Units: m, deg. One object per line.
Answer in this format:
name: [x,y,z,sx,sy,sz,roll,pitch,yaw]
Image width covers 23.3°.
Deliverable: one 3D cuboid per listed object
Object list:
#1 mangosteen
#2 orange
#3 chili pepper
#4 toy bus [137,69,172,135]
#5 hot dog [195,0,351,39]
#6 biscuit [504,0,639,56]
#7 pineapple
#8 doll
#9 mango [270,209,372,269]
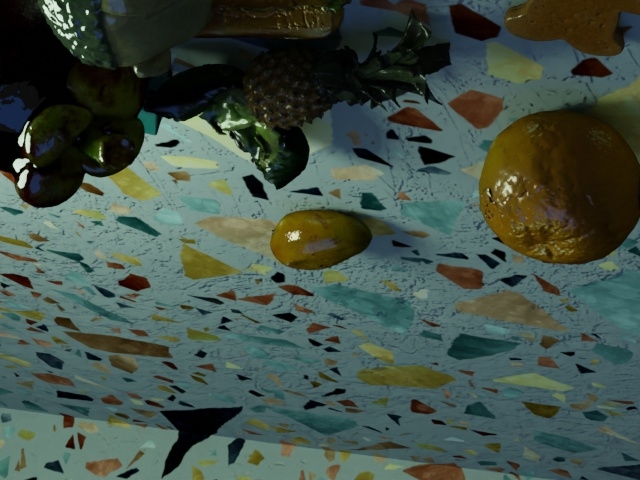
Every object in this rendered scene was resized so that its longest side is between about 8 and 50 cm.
mangosteen: [-0.360,-0.195,2.000,0.297,0.313,0.297,-7,176,-1]
orange: [0.316,-0.070,2.042,0.219,0.193,0.219,-2,153,-1]
chili pepper: [-0.108,-0.174,2.173,0.148,0.116,0.264,-17,143,30]
toy bus: [-0.297,-0.211,2.193,0.160,0.092,0.079,15,154,-1]
hot dog: [-0.074,-0.298,1.916,0.250,0.076,0.104,0,133,22]
biscuit: [0.305,-0.288,1.768,0.165,0.036,0.250,13,159,0]
pineapple: [0.032,-0.216,1.991,0.277,0.119,0.130,-5,105,34]
doll: [-0.208,-0.346,1.707,0.247,0.247,0.349,9,140,12]
mango: [-0.005,-0.003,2.485,0.165,0.089,0.115,-12,146,40]
